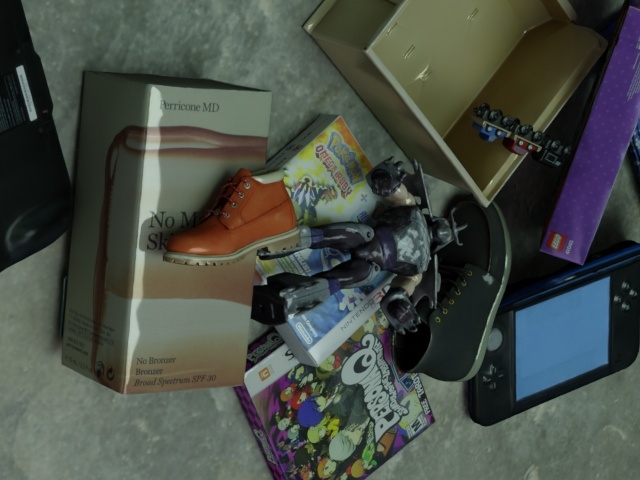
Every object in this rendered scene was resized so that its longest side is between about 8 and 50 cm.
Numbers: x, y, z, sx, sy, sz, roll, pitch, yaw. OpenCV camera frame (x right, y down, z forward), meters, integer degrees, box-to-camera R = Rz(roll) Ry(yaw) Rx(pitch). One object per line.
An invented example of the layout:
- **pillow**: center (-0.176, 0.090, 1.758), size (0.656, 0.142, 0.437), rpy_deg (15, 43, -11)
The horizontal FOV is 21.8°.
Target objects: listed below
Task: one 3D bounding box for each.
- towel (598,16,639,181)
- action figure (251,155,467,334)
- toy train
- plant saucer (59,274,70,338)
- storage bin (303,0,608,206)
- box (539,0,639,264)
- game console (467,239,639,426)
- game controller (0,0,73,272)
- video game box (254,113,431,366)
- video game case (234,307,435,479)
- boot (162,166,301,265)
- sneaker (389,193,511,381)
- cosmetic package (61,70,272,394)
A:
- **towel**: center (0.470, -0.185, 2.132), size (0.243, 0.040, 0.336), rpy_deg (-41, 128, -23)
- **action figure**: center (0.045, 0.014, 1.729), size (0.285, 0.099, 0.185), rpy_deg (-13, 91, -34)
- **toy train**: center (0.215, -0.110, 1.797), size (0.158, 0.027, 0.036), rpy_deg (21, 103, -42)
- **plant saucer**: center (-0.184, 0.059, 1.706), size (0.192, 0.018, 0.067), rpy_deg (-5, 108, -38)
- **storage bin**: center (0.157, -0.227, 1.806), size (0.260, 0.123, 0.262), rpy_deg (-52, 129, -12)
- **box**: center (0.329, -0.135, 1.911), size (0.201, 0.057, 0.293), rpy_deg (-52, 161, -73)
- **game console**: center (0.337, 0.099, 2.029), size (0.293, 0.173, 0.250), rpy_deg (-18, 115, -32)
- **game controller**: center (-0.322, -0.117, 1.519), size (0.166, 0.067, 0.319), rpy_deg (-36, 126, -41)
- **video game box**: center (0.000, 0.000, 1.784), size (0.187, 0.048, 0.205), rpy_deg (-44, 115, -22)
- **video game case**: center (0.016, 0.175, 1.887), size (0.210, 0.042, 0.232), rpy_deg (-35, 124, -23)
- **boot**: center (-0.087, -0.022, 1.549), size (0.158, 0.059, 0.085), rpy_deg (-19, 109, -44)
- **sneaker**: center (0.149, 0.051, 1.895), size (0.118, 0.083, 0.222), rpy_deg (10, 88, -54)
- **cosmetic package**: center (-0.150, -0.010, 1.618), size (0.153, 0.129, 0.296), rpy_deg (-2, 101, -37)
